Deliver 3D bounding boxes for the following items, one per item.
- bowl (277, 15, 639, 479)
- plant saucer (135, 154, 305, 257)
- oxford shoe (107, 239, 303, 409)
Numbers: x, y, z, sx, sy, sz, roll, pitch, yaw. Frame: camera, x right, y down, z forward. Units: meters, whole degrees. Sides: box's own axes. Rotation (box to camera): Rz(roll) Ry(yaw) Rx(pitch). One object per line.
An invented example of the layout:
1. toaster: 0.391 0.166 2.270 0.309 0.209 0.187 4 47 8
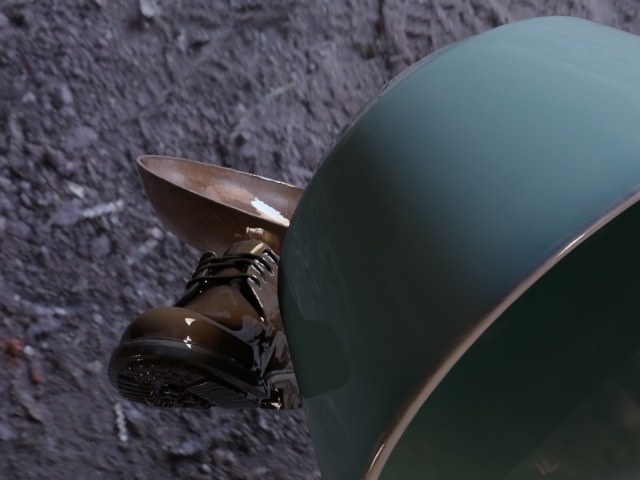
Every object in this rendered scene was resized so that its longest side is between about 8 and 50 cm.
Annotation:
1. bowl: 0.103 0.015 0.638 0.311 0.311 0.163 -37 56 -3
2. plant saucer: 0.000 0.000 1.017 0.310 0.310 0.050 19 96 16
3. oxford shoe: -0.058 0.045 0.703 0.082 0.227 0.096 3 85 10
